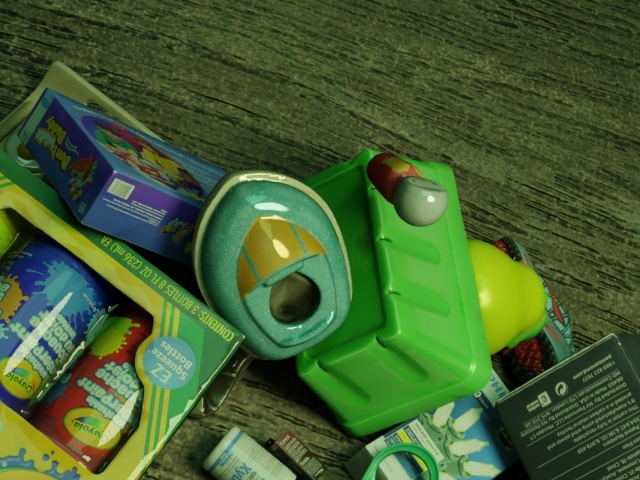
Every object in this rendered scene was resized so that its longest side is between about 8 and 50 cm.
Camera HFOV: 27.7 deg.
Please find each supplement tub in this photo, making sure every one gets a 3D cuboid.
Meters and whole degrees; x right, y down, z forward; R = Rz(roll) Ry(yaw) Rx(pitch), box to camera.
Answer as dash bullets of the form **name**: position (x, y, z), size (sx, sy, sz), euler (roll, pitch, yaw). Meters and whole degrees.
- **supplement tub**: position (-0.093, 0.298, 1.686), size (0.107, 0.071, 0.071), euler (38, 51, 3)

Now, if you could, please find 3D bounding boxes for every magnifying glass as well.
- **magnifying glass**: position (0.054, 0.348, 1.691), size (0.231, 0.026, 0.092), euler (-33, 76, -11)

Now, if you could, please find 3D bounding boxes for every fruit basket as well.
- **fruit basket**: position (0.137, 0.080, 1.845), size (0.392, 0.283, 0.392), euler (40, 36, -38)

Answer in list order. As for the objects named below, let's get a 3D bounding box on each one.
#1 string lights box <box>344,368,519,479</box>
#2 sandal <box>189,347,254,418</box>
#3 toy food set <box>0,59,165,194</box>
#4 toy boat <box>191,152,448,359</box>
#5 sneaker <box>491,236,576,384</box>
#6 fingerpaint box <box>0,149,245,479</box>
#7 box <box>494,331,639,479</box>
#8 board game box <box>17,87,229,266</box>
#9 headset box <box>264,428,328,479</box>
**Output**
- **string lights box**: position (0.175, 0.297, 1.814), size (0.259, 0.077, 0.133), euler (-26, 74, -36)
- **sandal**: position (-0.122, 0.156, 1.779), size (0.090, 0.060, 0.219), euler (32, 65, 3)
- **toy food set**: position (-0.374, -0.096, 1.792), size (0.219, 0.092, 0.306), euler (38, 50, 0)
- **toy boat**: position (0.000, 0.000, 1.596), size (0.318, 0.267, 0.148), euler (-33, 33, -7)
- **sneaker**: position (0.325, 0.118, 2.011), size (0.125, 0.104, 0.262), euler (14, 51, -44)
- **fingerpaint box**: position (-0.380, 0.137, 1.551), size (0.445, 0.163, 0.371), euler (38, 62, 0)
- **box**: position (0.465, 0.345, 1.776), size (0.293, 0.212, 0.395), euler (8, 51, -54)
- **board game box**: position (-0.199, -0.057, 1.705), size (0.347, 0.078, 0.233), euler (24, 15, -42)
- **headset box**: position (-0.039, 0.293, 1.722), size (0.083, 0.062, 0.032), euler (44, 50, 5)
